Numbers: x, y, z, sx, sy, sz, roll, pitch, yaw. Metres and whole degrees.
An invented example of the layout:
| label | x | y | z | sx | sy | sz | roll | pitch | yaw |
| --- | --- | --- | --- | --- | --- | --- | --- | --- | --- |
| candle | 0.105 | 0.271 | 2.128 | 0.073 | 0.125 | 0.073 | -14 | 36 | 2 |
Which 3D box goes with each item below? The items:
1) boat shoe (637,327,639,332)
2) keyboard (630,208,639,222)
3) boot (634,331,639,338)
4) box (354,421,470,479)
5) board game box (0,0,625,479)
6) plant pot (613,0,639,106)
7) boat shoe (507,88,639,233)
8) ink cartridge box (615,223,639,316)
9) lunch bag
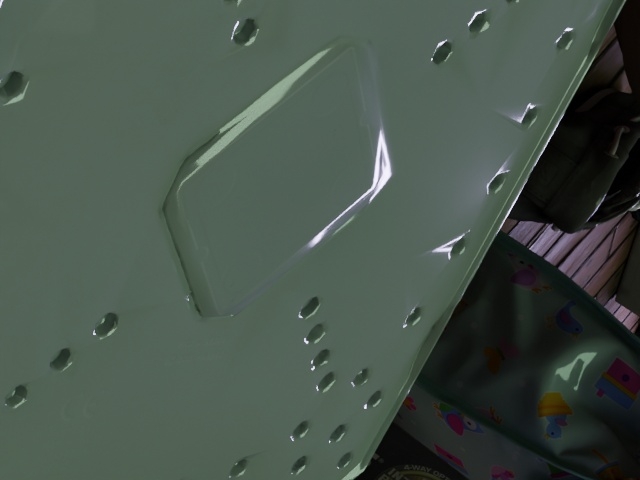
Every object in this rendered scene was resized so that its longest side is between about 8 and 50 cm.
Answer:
| label | x | y | z | sx | sy | sz | roll | pitch | yaw |
| --- | --- | --- | --- | --- | --- | --- | --- | --- | --- |
| boat shoe | 0.442 | 0.106 | 2.128 | 0.121 | 0.110 | 0.341 | -49 | 159 | -19 |
| keyboard | 0.427 | -0.045 | 1.595 | 0.033 | 0.201 | 0.317 | -62 | -171 | -31 |
| boot | 0.343 | 0.185 | 1.775 | 0.367 | 0.146 | 0.445 | -29 | 164 | 29 |
| box | 0.077 | 0.309 | 1.170 | 0.097 | 0.395 | 0.318 | -36 | 152 | -40 |
| board game box | -0.031 | -0.036 | 0.770 | 0.390 | 0.050 | 0.390 | -2 | 125 | -53 |
| plant pot | 0.269 | -0.184 | 1.193 | 0.237 | 0.110 | 0.237 | -18 | 126 | -28 |
| boat shoe | 0.203 | -0.047 | 1.337 | 0.112 | 0.095 | 0.335 | -61 | 160 | 15 |
| ink cartridge box | 0.373 | 0.014 | 1.818 | 0.062 | 0.109 | 0.209 | -45 | 158 | -29 |
| lunch bag | 0.179 | 0.140 | 1.336 | 0.160 | 0.262 | 0.223 | -50 | 161 | -16 |
